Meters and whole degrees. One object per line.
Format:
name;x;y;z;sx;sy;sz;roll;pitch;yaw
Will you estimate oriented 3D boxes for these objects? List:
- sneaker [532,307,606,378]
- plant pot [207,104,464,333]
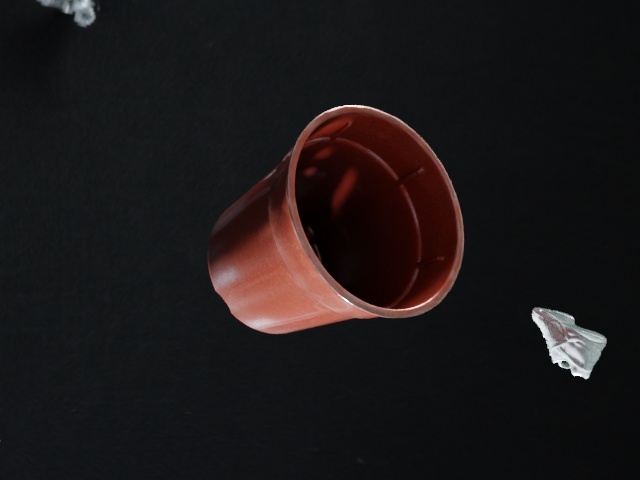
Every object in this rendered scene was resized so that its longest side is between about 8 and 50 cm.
sneaker;0.311;0.129;1.240;0.053;0.152;0.061;11;-78;-15
plant pot;0.000;0.000;1.265;0.272;0.265;0.272;14;-115;-32
